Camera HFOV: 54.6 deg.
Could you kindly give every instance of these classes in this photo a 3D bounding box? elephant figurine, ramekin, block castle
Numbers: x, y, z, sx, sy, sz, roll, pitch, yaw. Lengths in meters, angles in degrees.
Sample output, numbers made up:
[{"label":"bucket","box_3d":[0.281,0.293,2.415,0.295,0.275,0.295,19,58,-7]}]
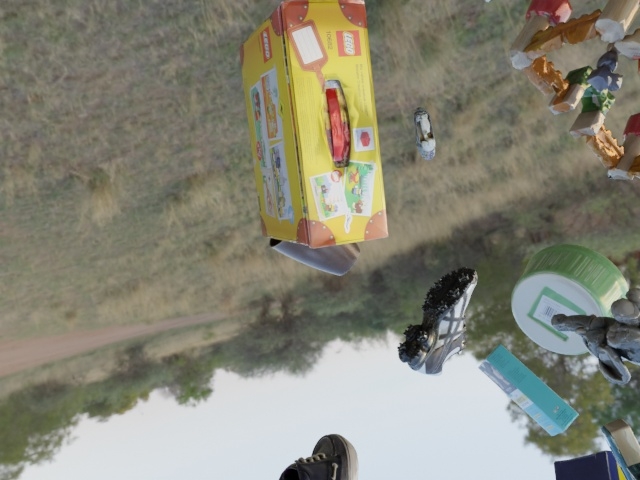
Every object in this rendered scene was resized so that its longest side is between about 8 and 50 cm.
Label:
[{"label":"elephant figurine","box_3d":[0.617,0.204,1.276,0.170,0.185,0.239,3,152,-9]},{"label":"ramekin","box_3d":[0.696,0.175,1.760,0.148,0.303,0.303,-33,-175,-41]},{"label":"block castle","box_3d":[0.630,-0.332,1.227,0.212,0.453,0.303,-56,-158,-14]}]

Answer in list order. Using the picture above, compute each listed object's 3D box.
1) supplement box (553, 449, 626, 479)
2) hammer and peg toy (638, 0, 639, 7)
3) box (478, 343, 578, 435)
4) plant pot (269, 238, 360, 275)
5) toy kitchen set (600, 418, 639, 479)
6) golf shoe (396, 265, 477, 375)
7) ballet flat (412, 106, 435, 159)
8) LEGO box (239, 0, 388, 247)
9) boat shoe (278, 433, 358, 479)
[{"label":"supplement box","box_3d":[0.789,0.644,1.517,0.357,0.195,0.194,13,150,-16]},{"label":"hammer and peg toy","box_3d":[0.621,-0.267,0.772,0.266,0.127,0.361,9,-172,-44]},{"label":"box","box_3d":[0.517,0.376,1.560,0.060,0.244,0.100,-42,161,-15]},{"label":"plant pot","box_3d":[0.000,0.000,1.882,0.215,0.230,0.215,-46,-162,19]},{"label":"toy kitchen set","box_3d":[0.491,0.417,1.058,0.166,0.122,0.207,-26,174,10]},{"label":"golf shoe","box_3d":[0.214,0.138,1.051,0.198,0.094,0.077,-55,-156,-3]},{"label":"ballet flat","box_3d":[0.217,-0.218,1.283,0.041,0.114,0.041,-15,-160,6]},{"label":"LEGO box","box_3d":[-0.029,-0.251,1.443,0.193,0.499,0.372,-9,-173,-20]},{"label":"boat shoe","box_3d":[-0.009,0.501,1.339,0.127,0.158,0.340,-48,-166,8]}]
